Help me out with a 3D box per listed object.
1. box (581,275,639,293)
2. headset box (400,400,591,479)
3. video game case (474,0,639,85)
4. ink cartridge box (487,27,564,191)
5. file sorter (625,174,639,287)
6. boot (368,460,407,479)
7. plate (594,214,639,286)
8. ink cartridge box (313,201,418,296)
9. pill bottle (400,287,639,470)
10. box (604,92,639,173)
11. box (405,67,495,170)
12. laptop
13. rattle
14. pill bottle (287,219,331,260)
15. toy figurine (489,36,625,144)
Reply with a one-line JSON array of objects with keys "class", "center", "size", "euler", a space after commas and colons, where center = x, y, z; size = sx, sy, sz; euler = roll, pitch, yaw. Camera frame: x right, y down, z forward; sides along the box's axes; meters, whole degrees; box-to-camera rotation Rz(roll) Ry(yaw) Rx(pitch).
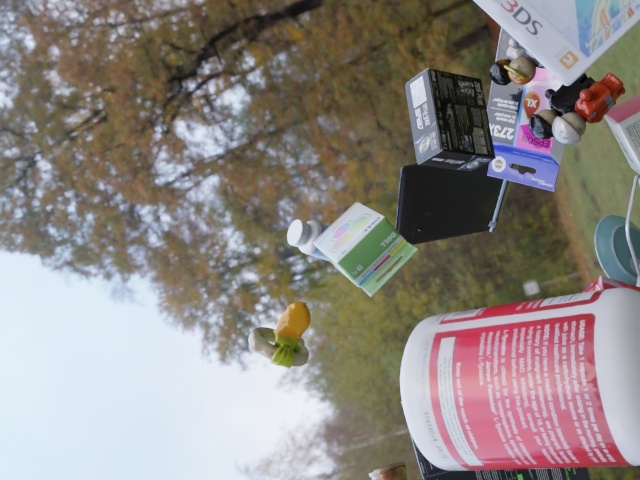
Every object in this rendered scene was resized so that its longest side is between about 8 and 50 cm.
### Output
[{"class": "box", "center": [0.629, 0.180, 1.621], "size": [0.122, 0.257, 0.128], "euler": [121, 162, -48]}, {"class": "headset box", "center": [0.306, 0.351, 1.446], "size": [0.246, 0.283, 0.131], "euler": [-102, -6, -70]}, {"class": "video game case", "center": [0.312, -0.400, 0.992], "size": [0.300, 0.329, 0.036], "euler": [40, -152, -9]}, {"class": "ink cartridge box", "center": [0.455, -0.302, 1.805], "size": [0.069, 0.176, 0.371], "euler": [-13, -65, -46]}, {"class": "file sorter", "center": [0.742, -0.032, 1.584], "size": [0.173, 0.278, 0.193], "euler": [59, -138, -33]}, {"class": "boot", "center": [0.157, 0.516, 1.602], "size": [0.197, 0.073, 0.152], "euler": [61, -171, -59]}, {"class": "plate", "center": [0.660, 0.028, 1.772], "size": [0.188, 0.024, 0.188], "euler": [14, -119, -27]}, {"class": "ink cartridge box", "center": [0.069, 0.009, 1.366], "size": [0.062, 0.109, 0.209], "euler": [47, 178, -19]}, {"class": "pill bottle", "center": [0.333, 0.188, 1.117], "size": [0.229, 0.408, 0.229], "euler": [22, -118, -50]}, {"class": "box", "center": [0.723, -0.246, 1.684], "size": [0.148, 0.232, 0.127], "euler": [57, -166, -14]}, {"class": "box", "center": [0.261, -0.242, 1.678], "size": [0.147, 0.077, 0.180], "euler": [2, -108, -32]}, {"class": "laptop", "center": [0.378, -0.197, 2.134], "size": [0.382, 0.236, 0.408], "euler": [87, -154, -60]}, {"class": "rattle", "center": [-0.062, 0.167, 1.662], "size": [0.200, 0.130, 0.142], "euler": [-21, -60, -72]}, {"class": "pill bottle", "center": [0.000, 0.000, 2.091], "size": [0.160, 0.087, 0.087], "euler": [17, -132, -32]}, {"class": "toy figurine", "center": [0.417, -0.285, 1.513], "size": [0.209, 0.148, 0.213], "euler": [43, -172, -12]}]
